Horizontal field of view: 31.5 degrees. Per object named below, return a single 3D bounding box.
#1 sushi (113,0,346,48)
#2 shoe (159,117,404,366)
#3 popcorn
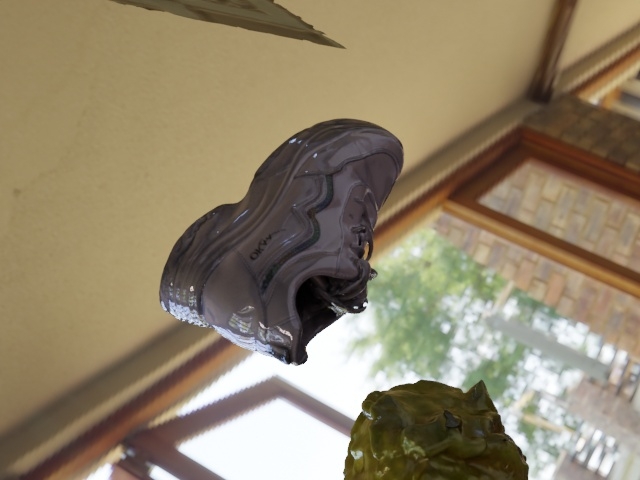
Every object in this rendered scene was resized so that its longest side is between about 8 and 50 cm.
[{"bbox_3d":[-0.201,-0.196,0.508,0.343,0.359,0.064,5,-66,-32],"label":"sushi"},{"bbox_3d":[0.000,0.000,0.895,0.245,0.137,0.095,-40,-34,-26],"label":"shoe"},{"bbox_3d":[0.134,0.264,1.289,0.249,0.249,0.225,-35,-48,-49],"label":"popcorn"}]
